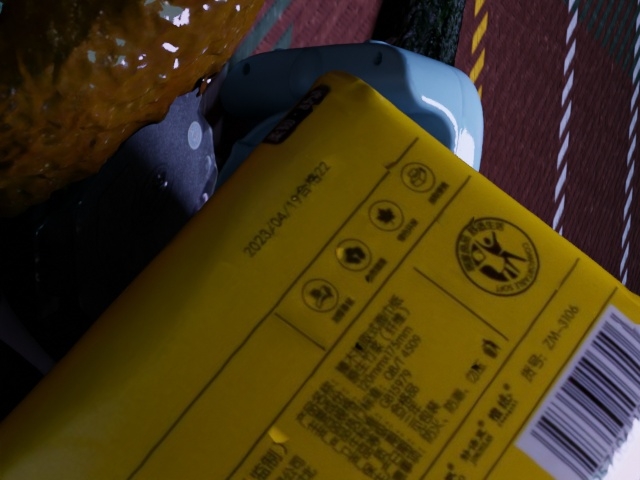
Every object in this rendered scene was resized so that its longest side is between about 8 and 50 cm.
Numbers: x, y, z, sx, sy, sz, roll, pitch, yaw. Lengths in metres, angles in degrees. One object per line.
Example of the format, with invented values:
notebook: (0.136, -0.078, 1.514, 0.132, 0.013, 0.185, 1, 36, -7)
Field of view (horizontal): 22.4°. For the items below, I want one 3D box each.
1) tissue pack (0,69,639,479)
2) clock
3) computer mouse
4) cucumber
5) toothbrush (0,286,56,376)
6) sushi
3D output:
tissue pack: (-0.013, 0.147, 0.865, 0.382, 0.293, 0.228, -49, 176, -32)
clock: (0.000, 0.000, 1.136, 0.094, 0.223, 0.274, 16, 80, -38)
computer mouse: (-0.133, -0.025, 0.999, 0.231, 0.071, 0.126, -65, 152, -42)
cucumber: (0.099, -0.207, 1.508, 0.074, 0.074, 0.241, 59, 40, -51)
toothbrush: (-0.206, 0.014, 0.896, 0.386, 0.040, 0.040, 56, 42, -47)
sushi: (-0.118, -0.130, 0.875, 0.287, 0.149, 0.140, -43, 157, -10)
